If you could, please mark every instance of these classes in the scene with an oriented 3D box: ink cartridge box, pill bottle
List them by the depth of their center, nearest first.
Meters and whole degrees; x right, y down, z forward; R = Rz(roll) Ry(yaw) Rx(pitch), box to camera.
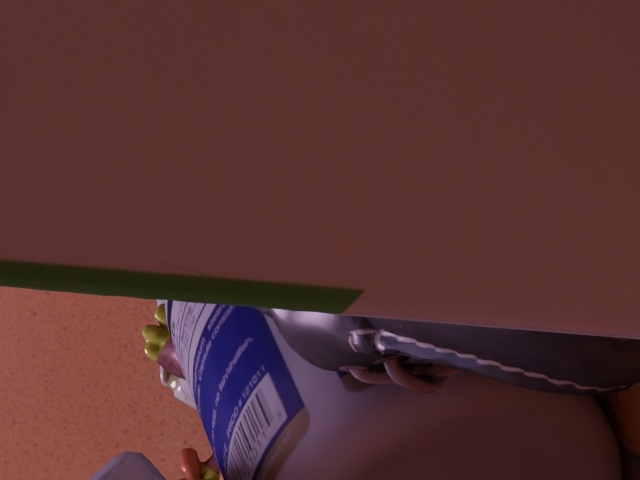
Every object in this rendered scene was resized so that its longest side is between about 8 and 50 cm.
[{"bbox_3d":[-0.025,-0.081,0.497,0.289,0.211,0.121,-130,47,-66],"label":"ink cartridge box"},{"bbox_3d":[0.015,0.048,0.758,0.264,0.153,0.153,-118,14,-53],"label":"pill bottle"}]

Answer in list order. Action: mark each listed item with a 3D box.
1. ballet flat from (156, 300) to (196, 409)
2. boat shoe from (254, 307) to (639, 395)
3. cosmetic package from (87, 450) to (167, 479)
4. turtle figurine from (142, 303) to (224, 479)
[{"bbox_3d":[-0.077,0.070,1.318,0.409,0.147,0.147,137,116,-79],"label":"ballet flat"},{"bbox_3d":[0.000,0.000,0.637,0.335,0.112,0.095,30,114,45],"label":"boat shoe"},{"bbox_3d":[0.022,0.309,0.643,0.453,0.161,0.230,47,167,8],"label":"cosmetic package"},{"bbox_3d":[-0.028,0.039,0.999,0.217,0.087,0.269,20,95,69],"label":"turtle figurine"}]
